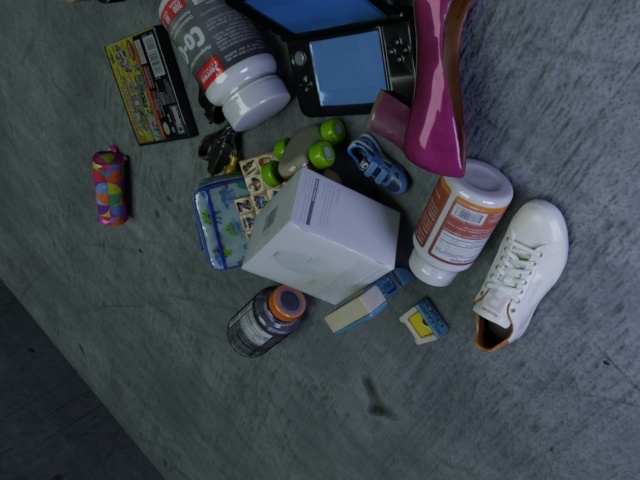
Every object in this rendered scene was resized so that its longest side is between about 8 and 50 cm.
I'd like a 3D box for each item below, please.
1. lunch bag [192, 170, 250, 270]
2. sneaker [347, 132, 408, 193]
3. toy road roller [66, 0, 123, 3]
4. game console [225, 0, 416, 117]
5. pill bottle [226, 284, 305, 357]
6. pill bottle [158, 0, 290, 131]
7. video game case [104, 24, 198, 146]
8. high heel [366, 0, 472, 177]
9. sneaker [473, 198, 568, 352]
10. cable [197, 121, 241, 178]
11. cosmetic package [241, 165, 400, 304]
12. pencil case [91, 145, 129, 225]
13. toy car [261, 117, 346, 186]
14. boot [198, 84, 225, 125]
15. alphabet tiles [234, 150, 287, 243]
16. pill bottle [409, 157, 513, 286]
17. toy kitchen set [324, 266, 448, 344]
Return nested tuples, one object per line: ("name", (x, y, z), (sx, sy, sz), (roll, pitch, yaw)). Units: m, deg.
("lunch bag", (-0.203, -0.044, 1.426), (0.090, 0.175, 0.219), (-118, 19, -66))
("sneaker", (0.107, -0.139, 1.163), (0.144, 0.059, 0.053), (47, 134, 13))
("toy road roller", (-0.457, -0.649, 1.318), (0.329, 0.202, 0.241), (17, 122, 37))
("game console", (0.005, -0.329, 1.071), (0.293, 0.173, 0.250), (7, 117, 42))
("pill bottle", (-0.131, 0.196, 1.527), (0.130, 0.130, 0.245), (55, 138, 6))
("pill bottle", (-0.190, -0.377, 1.239), (0.161, 0.161, 0.283), (-34, 86, 48))
("video game case", (-0.438, -0.388, 1.570), (0.248, 0.035, 0.275), (1, 114, 43))
("high heel", (0.216, -0.287, 0.916), (0.181, 0.127, 0.377), (34, 124, 21))
("sneaker", (0.328, 0.074, 1.023), (0.105, 0.123, 0.290), (28, 128, 33))
("cable", (-0.205, -0.242, 1.433), (0.287, 0.072, 0.140), (-53, 56, 33))
("cosmetic package", (0.000, 0.000, 1.199), (0.224, 0.138, 0.224), (25, 147, -19))
("pencil case", (-0.632, -0.159, 1.843), (0.104, 0.104, 0.237), (32, 129, 28))
("toy car", (0.003, -0.127, 1.245), (0.155, 0.149, 0.188), (-15, 126, 36))
("boot", (-0.246, -0.331, 1.385), (0.099, 0.045, 0.121), (53, 144, 40))
("alphabet tiles", (-0.089, -0.078, 1.346), (0.198, 0.009, 0.237), (-14, 104, 14))
("pill bottle", (0.233, -0.025, 1.058), (0.121, 0.121, 0.216), (39, 134, 21))
("toy kitchen set", (0.148, 0.151, 1.174), (0.166, 0.207, 0.122), (56, 139, 4))
